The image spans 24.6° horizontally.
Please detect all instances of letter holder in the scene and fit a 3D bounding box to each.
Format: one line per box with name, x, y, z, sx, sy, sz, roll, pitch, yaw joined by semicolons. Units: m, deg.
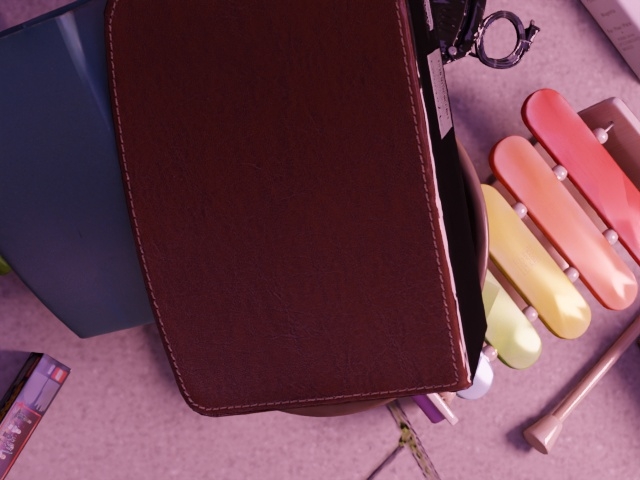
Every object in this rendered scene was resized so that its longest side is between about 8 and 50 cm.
letter holder;-0.015;-0.046;1.034;0.214;0.152;0.301;-8;101;12

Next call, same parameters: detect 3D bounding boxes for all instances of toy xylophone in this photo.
toy xylophone;0.191;0.035;1.266;0.236;0.081;0.322;42;76;-11

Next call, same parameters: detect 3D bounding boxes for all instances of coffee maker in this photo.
coffee maker;0.054;-0.168;1.186;0.171;0.178;0.120;40;78;-8

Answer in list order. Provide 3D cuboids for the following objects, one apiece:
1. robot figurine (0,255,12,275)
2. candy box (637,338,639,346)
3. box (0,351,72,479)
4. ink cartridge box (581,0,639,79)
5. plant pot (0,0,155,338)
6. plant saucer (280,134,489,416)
robot figurine;-0.272;-0.026;1.135;0.115;0.067;0.101;46;74;-9
candy box;0.470;0.080;1.345;0.316;0.087;0.183;-34;96;-17
box;-0.241;0.149;1.119;0.027;0.094;0.137;34;77;-13
ink cartridge box;0.333;-0.317;1.346;0.275;0.060;0.239;-41;100;-15
plant pot;-0.162;-0.058;1.101;0.166;0.165;0.234;-44;116;-56
plant saucer;0.000;0.000;1.167;0.278;0.041;0.277;0;91;17
